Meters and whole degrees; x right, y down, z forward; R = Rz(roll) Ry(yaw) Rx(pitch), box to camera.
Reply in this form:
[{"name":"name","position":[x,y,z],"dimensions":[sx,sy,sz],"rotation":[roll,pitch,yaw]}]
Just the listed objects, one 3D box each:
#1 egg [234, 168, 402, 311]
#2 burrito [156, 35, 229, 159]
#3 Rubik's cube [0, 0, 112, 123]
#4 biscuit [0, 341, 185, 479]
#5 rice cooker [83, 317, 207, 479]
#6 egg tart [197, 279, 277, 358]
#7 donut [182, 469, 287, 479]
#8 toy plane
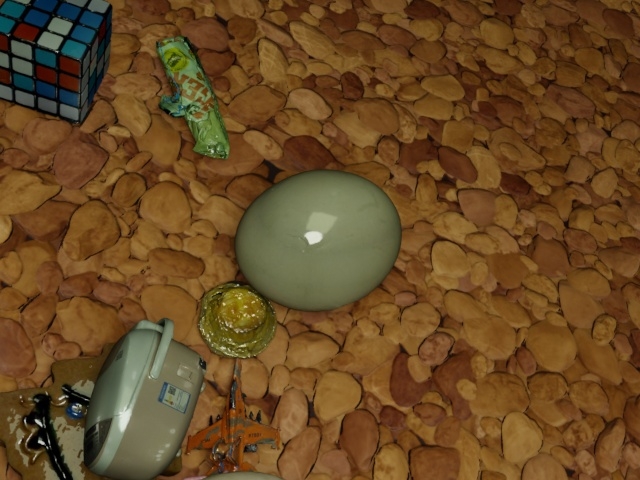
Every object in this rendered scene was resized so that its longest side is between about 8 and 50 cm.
[{"name":"egg","position":[0.000,0.000,1.154],"dimensions":[0.269,0.219,0.219],"rotation":[-21,68,-22]},{"name":"burrito","position":[-0.240,-0.255,1.329],"dimensions":[0.104,0.054,0.288],"rotation":[-14,65,-25]},{"name":"Rubik's cube","position":[-0.442,-0.313,1.236],"dimensions":[0.154,0.155,0.151],"rotation":[19,53,-7]},{"name":"biscuit","position":[-0.287,0.241,1.012],"dimensions":[0.278,0.043,0.301],"rotation":[34,55,3]},{"name":"rice cooker","position":[-0.223,0.202,0.949],"dimensions":[0.127,0.145,0.206],"rotation":[32,48,-17]},{"name":"egg tart","position":[-0.126,0.117,1.140],"dimensions":[0.130,0.052,0.131],"rotation":[9,60,-15]},{"name":"donut","position":[-0.069,0.424,0.834],"dimensions":[0.382,0.142,0.383],"rotation":[31,31,-21]},{"name":"toy plane","position":[-0.119,0.252,1.054],"dimensions":[0.135,0.062,0.188],"rotation":[-7,39,7]}]
